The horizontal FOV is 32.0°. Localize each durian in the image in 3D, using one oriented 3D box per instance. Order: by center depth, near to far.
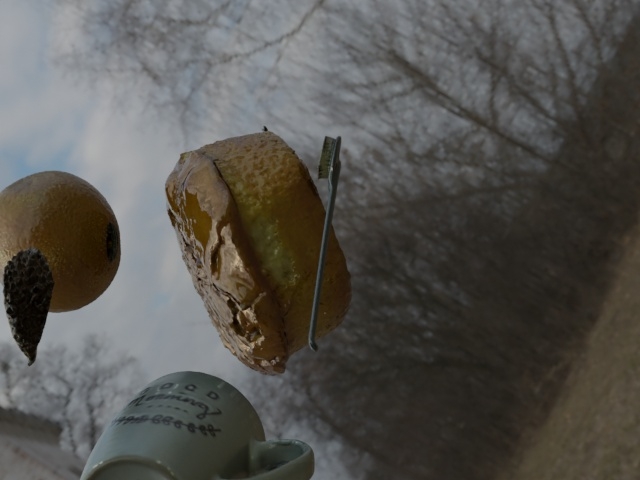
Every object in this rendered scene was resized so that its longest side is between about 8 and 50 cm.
[{"bbox_3d":[-0.311,0.065,1.173,0.066,0.052,0.130,141,127,-58],"label":"durian"}]

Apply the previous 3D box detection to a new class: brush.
[{"bbox_3d":[0.000,0.000,1.324,0.062,0.027,0.266,90,-173,-74],"label":"brush"}]

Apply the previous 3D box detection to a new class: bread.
[{"bbox_3d":[-0.109,0.022,1.812,0.215,0.398,0.398,-24,-20,-16],"label":"bread"}]

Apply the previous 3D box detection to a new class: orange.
[{"bbox_3d":[-0.435,0.001,1.822,0.236,0.236,0.236,-57,-8,-13],"label":"orange"}]

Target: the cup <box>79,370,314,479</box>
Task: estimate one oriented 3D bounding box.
[{"bbox_3d":[-0.140,0.267,1.277,0.234,0.258,0.186,-45,-48,-79],"label":"cup"}]
